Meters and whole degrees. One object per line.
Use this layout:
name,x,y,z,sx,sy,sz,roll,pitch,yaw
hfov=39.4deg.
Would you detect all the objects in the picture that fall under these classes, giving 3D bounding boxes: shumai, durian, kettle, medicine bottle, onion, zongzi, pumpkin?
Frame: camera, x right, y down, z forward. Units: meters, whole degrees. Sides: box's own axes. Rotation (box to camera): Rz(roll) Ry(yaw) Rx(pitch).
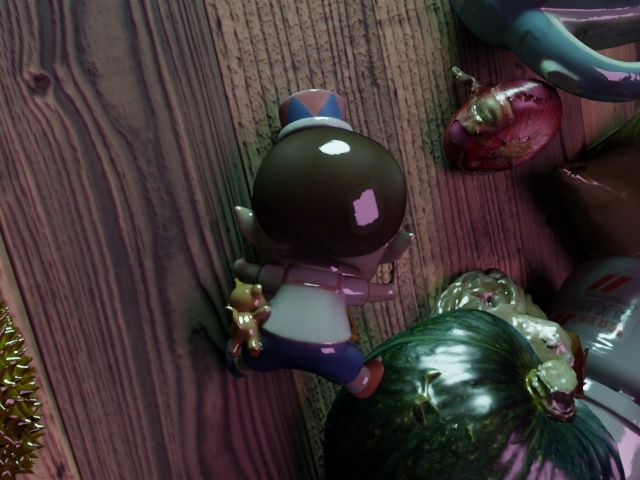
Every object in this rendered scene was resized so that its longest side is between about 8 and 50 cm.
shumai,0.232,0.122,1.062,0.206,0.176,0.166,-33,116,-48
durian,-0.239,0.127,0.560,0.146,0.102,0.208,-6,100,-56
kettle,0.329,-0.315,1.080,0.342,0.247,0.319,-28,71,-26
medicine bottle,0.386,0.200,1.194,0.306,0.245,0.245,-54,130,-23
onion,0.204,-0.159,1.079,0.150,0.150,0.140,7,50,-50
zongzi,0.492,-0.151,1.372,0.418,0.181,0.447,44,57,-41
pumpkin,0.128,0.230,0.865,0.197,0.293,0.263,-21,147,-45

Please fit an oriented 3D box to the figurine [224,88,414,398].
figurine,0.000,-0.002,0.812,0.158,0.161,0.275,101,1,-81
